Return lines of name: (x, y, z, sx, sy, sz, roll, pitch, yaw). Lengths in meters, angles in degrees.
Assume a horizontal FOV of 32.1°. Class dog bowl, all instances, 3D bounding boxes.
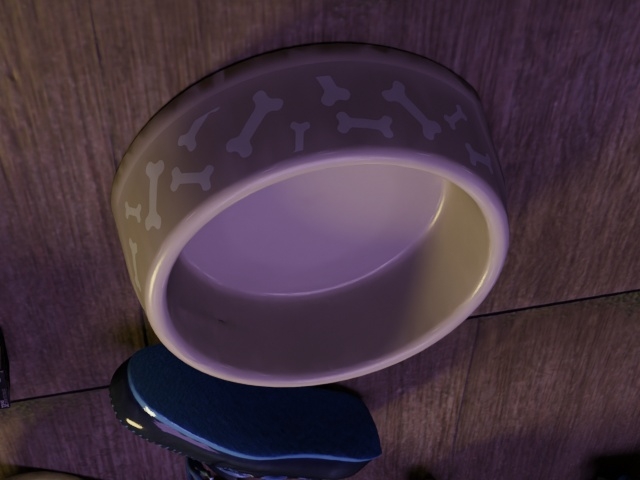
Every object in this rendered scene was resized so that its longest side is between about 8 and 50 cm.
dog bowl: (0.000, 0.000, 0.946, 0.349, 0.102, 0.348, -9, 141, -7)

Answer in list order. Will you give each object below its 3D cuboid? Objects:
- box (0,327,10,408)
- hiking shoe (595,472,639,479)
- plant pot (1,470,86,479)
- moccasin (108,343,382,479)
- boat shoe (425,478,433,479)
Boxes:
box: (-0.330, 0.122, 1.019, 0.083, 0.052, 0.062, -5, 139, -12)
hiking shoe: (0.403, 0.400, 1.576, 0.132, 0.113, 0.304, 21, 143, 4)
plant pot: (-0.356, 0.429, 1.242, 0.276, 0.276, 0.254, 20, 141, -35)
moccasin: (-0.080, 0.205, 1.137, 0.342, 0.137, 0.117, 26, 130, -38)
boat shoe: (0.139, 0.405, 1.473, 0.096, 0.098, 0.277, -18, 142, 2)
